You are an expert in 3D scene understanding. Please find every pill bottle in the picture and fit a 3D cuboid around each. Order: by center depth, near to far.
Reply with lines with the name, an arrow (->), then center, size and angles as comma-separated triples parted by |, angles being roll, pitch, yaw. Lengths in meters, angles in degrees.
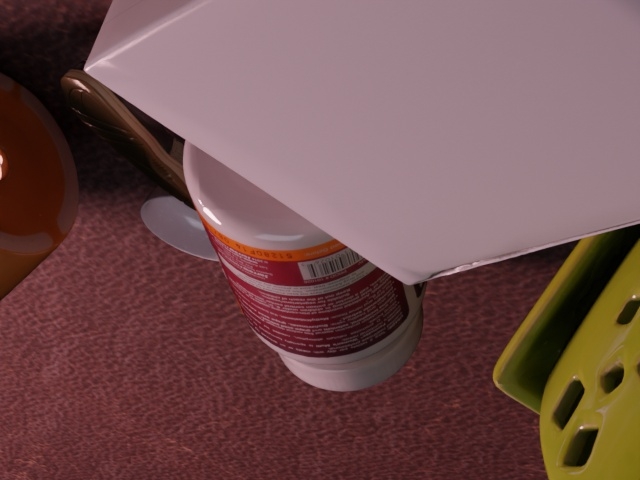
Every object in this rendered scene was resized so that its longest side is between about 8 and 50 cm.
pill bottle -> 0.000, 0.000, 0.937 | 0.121, 0.121, 0.221 | 10, 153, 16

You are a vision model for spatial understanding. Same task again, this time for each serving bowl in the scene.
serving bowl -> -0.077, -0.018, 1.056 | 0.083, 0.027, 0.083 | 15, 154, 7

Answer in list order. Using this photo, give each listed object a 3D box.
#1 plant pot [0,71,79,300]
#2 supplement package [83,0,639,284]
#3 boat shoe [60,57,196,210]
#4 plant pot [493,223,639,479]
plant pot -> -0.263, -0.017, 1.013 | 0.188, 0.205, 0.205 | -24, 134, 33
supplement package -> 0.068, -0.109, 0.657 | 0.204, 0.145, 0.262 | 33, 150, -28
boat shoe -> -0.099, -0.069, 0.949 | 0.056, 0.049, 0.152 | 23, 165, 36
plant pot -> 0.232, 0.062, 0.763 | 0.228, 0.227, 0.207 | 30, -171, -25
